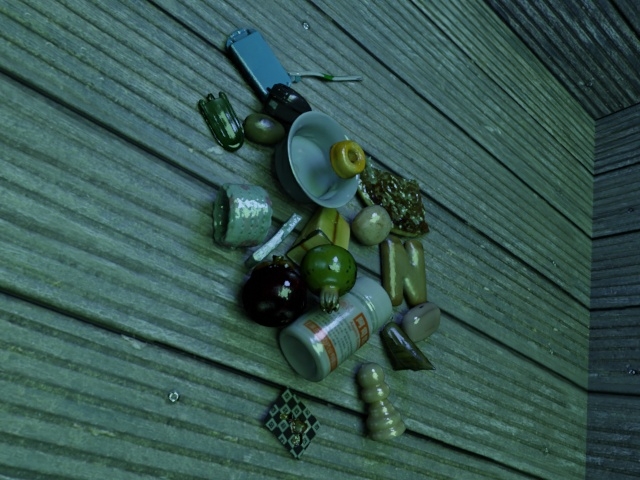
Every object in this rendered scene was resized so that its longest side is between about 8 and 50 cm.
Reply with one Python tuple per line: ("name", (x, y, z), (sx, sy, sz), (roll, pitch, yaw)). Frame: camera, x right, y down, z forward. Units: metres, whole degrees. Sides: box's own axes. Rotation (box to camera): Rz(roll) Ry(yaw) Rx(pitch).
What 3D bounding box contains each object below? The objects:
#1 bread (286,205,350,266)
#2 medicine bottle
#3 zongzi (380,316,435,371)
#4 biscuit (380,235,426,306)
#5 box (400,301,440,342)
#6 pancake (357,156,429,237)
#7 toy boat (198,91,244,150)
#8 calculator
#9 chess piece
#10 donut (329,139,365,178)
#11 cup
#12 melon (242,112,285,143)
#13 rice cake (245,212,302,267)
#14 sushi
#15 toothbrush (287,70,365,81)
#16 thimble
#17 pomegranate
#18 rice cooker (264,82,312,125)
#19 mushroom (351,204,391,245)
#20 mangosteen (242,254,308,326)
("bread", (0.002, -0.003, 1.678), (0.168, 0.163, 0.264), (46, 26, -17))
("medicine bottle", (0.059, 0.292, 1.540), (0.371, 0.211, 0.211), (-31, 97, -35))
("zongzi", (0.325, 0.396, 1.705), (0.094, 0.204, 0.205), (-24, 92, -27))
("biscuit", (0.349, 0.131, 1.875), (0.236, 0.062, 0.291), (10, 75, -34))
("box", (0.406, 0.332, 1.831), (0.200, 0.088, 0.146), (-20, 119, -33))
("pancake", (0.297, -0.175, 1.925), (0.426, 0.067, 0.305), (19, 61, -29))
("toy boat", (-0.329, -0.404, 1.535), (0.104, 0.052, 0.210), (-30, 97, -20))
("calculator", (-0.223, -0.644, 1.667), (0.173, 0.051, 0.293), (-45, 106, -35))
("chess piece", (0.206, 0.573, 1.638), (0.142, 0.142, 0.261), (-10, 77, -36))
("donut", (0.101, -0.292, 1.610), (0.151, 0.058, 0.152), (15, 69, -43))
("cup", (-0.033, -0.270, 1.626), (0.347, 0.163, 0.348), (12, 73, -43))
("melon", (-0.197, -0.392, 1.597), (0.162, 0.099, 0.099), (11, 73, -34))
("rice cake", (-0.157, 0.002, 1.514), (0.043, 0.127, 0.237), (45, 60, -5))
("sushi", (-0.098, 0.590, 1.470), (0.139, 0.031, 0.201), (-47, 109, -34))
("toothbrush", (0.031, -0.676, 1.858), (0.417, 0.042, 0.040), (-17, 128, -36))
("thimble", (-0.251, -0.072, 1.438), (0.149, 0.185, 0.211), (3, 110, -33))
("pomegranate", (0.028, 0.122, 1.464), (0.202, 0.202, 0.248), (26, 46, -28))
("rice cooker", (-0.118, -0.485, 1.630), (0.142, 0.118, 0.203), (41, 16, 26))
("mushroom", (0.199, -0.062, 1.771), (0.166, 0.166, 0.127), (8, 31, -33))
("mangosteen", (-0.144, 0.151, 1.447), (0.211, 0.211, 0.250), (22, 45, -29))
